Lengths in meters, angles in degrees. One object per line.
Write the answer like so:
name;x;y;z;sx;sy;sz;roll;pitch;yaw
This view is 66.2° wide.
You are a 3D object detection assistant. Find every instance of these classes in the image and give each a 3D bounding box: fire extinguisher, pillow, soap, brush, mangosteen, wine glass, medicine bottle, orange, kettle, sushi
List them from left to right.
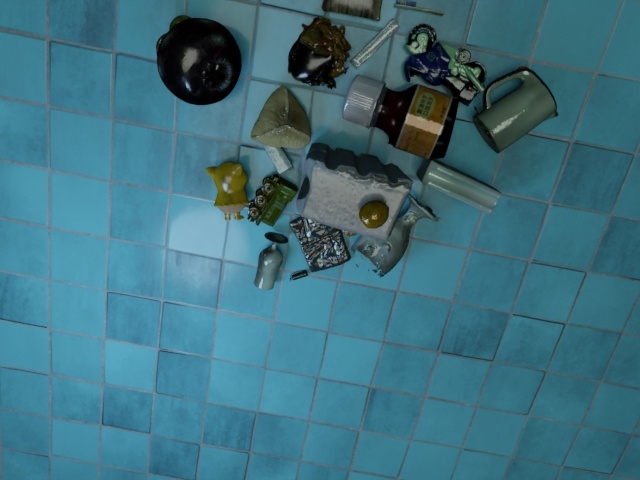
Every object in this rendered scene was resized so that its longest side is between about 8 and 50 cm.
mangosteen;-0.429;-0.622;1.706;0.300;0.300;0.300;1;110;2
wine glass;-0.209;0.088;2.029;0.103;0.103;0.231;16;114;-3
fire extinguisher;-0.097;0.149;2.087;0.083;0.025;0.038;-20;70;9
pillow;0.002;0.001;2.027;0.189;0.034;0.255;-20;106;7
sushi;0.002;-0.655;1.717;0.200;0.213;0.204;11;126;-25
soap;0.101;-0.194;1.744;0.350;0.435;0.212;11;109;-4
pillow;0.124;-0.886;1.692;0.212;0.052;0.208;11;112;1
orange;0.167;-0.082;1.513;0.095;0.085;0.085;-33;105;4
wine glass;0.285;-0.019;1.929;0.190;0.190;0.357;42;101;-12
medicine bottle;0.279;-0.444;1.749;0.395;0.242;0.242;16;110;4
brush;0.346;-0.817;1.719;0.179;0.033;0.030;9;96;-1
soap;0.517;-0.214;1.851;0.290;0.173;0.095;24;108;-6
kettle;0.686;-0.474;1.755;0.255;0.165;0.240;-34;104;13

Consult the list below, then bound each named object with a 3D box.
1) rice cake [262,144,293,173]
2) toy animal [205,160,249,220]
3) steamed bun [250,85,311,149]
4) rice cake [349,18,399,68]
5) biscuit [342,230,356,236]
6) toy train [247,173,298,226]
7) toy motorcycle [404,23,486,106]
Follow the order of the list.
rice cake;-0.177;-0.348;1.891;0.069;0.063;0.206;-26;106;3
toy animal;-0.353;-0.190;1.913;0.156;0.156;0.229;-6;107;5
steamed bun;-0.118;-0.432;1.810;0.212;0.110;0.231;26;89;-23
rice cake;0.194;-0.704;1.763;0.211;0.034;0.043;-42;100;15
biscuit;0.128;-0.084;1.996;0.071;0.018;0.147;6;111;-1
toy train;-0.198;-0.153;1.951;0.137;0.090;0.225;27;114;-19
toy motorcycle;0.430;-0.609;1.748;0.331;0.125;0.196;34;109;-6
